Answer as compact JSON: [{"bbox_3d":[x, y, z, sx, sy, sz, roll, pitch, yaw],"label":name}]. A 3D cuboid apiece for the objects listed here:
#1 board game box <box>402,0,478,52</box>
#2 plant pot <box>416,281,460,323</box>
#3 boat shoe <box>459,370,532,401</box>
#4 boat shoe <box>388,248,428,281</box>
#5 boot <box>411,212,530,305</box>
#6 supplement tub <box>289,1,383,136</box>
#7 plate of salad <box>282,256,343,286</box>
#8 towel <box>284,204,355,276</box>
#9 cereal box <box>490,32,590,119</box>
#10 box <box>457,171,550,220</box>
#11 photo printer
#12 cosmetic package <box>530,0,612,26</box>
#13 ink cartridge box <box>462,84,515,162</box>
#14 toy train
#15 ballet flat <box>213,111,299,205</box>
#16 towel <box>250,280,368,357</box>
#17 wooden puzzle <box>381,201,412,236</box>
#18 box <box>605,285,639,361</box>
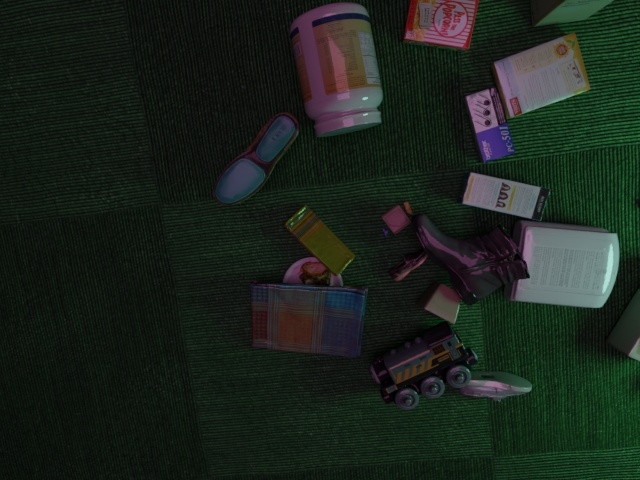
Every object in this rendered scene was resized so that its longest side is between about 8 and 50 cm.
[{"bbox_3d":[0.350,-0.645,1.308,0.194,0.045,0.146,9,99,2],"label":"board game box"},{"bbox_3d":[0.382,0.191,1.412,0.109,0.109,0.096,27,88,-1],"label":"plant pot"},{"bbox_3d":[0.567,0.482,1.462,0.228,0.079,0.081,4,108,8],"label":"boat shoe"},{"bbox_3d":[0.282,0.069,1.419,0.152,0.056,0.049,-44,99,9],"label":"boat shoe"},{"bbox_3d":[0.449,0.011,1.336,0.223,0.118,0.338,-37,95,26],"label":"boot"},{"bbox_3d":[0.050,-0.469,1.263,0.229,0.228,0.315,-11,98,5],"label":"supplement tub"},{"bbox_3d":[-0.026,0.154,1.456,0.200,0.048,0.199,0,99,3],"label":"plate of salad"},{"bbox_3d":[0.000,0.000,1.425,0.237,0.021,0.102,45,74,-3],"label":"towel"},{"bbox_3d":[0.644,-0.481,1.314,0.240,0.047,0.172,-18,97,7],"label":"cereal box"},{"bbox_3d":[0.558,-0.136,1.367,0.245,0.060,0.100,13,100,2],"label":"box"},{"bbox_3d":[0.742,0.075,1.365,0.308,0.107,0.255,4,100,2],"label":"photo printer"},{"bbox_3d":[0.683,-0.667,1.149,0.161,0.309,0.113,-7,98,5],"label":"cosmetic package"},{"bbox_3d":[0.508,-0.348,1.344,0.097,0.046,0.206,-17,98,8],"label":"ink cartridge box"},{"bbox_3d":[0.323,0.397,1.421,0.334,0.142,0.190,-27,99,9],"label":"toy train"},{"bbox_3d":[-0.190,-0.247,1.372,0.123,0.123,0.348,42,102,-3],"label":"ballet flat"},{"bbox_3d":[-0.041,0.259,1.444,0.371,0.040,0.271,4,116,2],"label":"towel"},{"bbox_3d":[0.243,-0.068,1.423,0.116,0.014,0.078,-30,92,7],"label":"wooden puzzle"},{"bbox_3d":[1.044,0.228,1.362,0.148,0.121,0.310,24,99,-1],"label":"box"}]
